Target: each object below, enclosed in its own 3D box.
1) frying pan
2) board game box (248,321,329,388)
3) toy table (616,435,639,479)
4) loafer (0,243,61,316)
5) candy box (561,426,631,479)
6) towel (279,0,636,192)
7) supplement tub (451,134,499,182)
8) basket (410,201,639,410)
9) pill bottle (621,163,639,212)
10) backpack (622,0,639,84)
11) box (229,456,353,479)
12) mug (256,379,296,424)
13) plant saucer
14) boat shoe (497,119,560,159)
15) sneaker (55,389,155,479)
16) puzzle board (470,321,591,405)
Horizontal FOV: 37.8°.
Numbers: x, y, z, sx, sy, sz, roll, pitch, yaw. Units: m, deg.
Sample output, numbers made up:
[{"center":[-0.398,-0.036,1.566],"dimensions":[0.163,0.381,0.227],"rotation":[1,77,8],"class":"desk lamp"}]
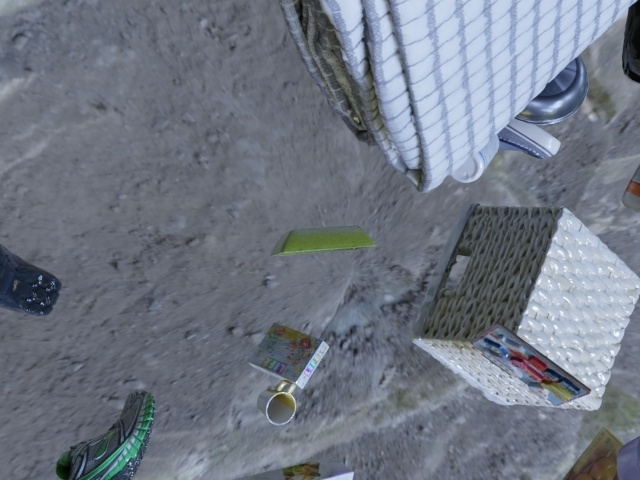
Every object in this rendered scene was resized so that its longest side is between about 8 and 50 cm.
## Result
[{"center":[0.333,-0.343,1.612],"dimensions":[0.197,0.053,0.326],"rotation":[-28,75,-16],"class":"frying pan"},{"center":[-0.067,0.234,1.917],"dimensions":[0.103,0.154,0.026],"rotation":[-57,132,-18],"class":"board game box"},{"center":[0.430,0.255,0.860],"dimensions":[0.274,0.252,0.161],"rotation":[35,127,-11],"class":"toy table"},{"center":[-0.384,0.034,1.057],"dimensions":[0.078,0.223,0.076],"rotation":[15,77,24],"class":"loafer"},{"center":[0.511,0.465,1.469],"dimensions":[0.088,0.316,0.183],"rotation":[26,103,-33],"class":"candy box"},{"center":[0.085,-0.175,0.489],"dimensions":[0.235,0.283,0.121],"rotation":[-42,68,-4],"class":"towel"},{"center":[0.270,-0.155,1.661],"dimensions":[0.071,0.107,0.071],"rotation":[14,125,21],"class":"supplement tub"},{"center":[0.417,0.138,1.866],"dimensions":[0.331,0.266,0.328],"rotation":[37,68,-33],"class":"basket"},{"center":[0.435,-0.112,1.021],"dimensions":[0.121,0.121,0.221],"rotation":[26,100,3],"class":"pill bottle"},{"center":[0.375,-0.079,0.644],"dimensions":[0.356,0.290,0.273],"rotation":[37,89,21],"class":"backpack"},{"center":[-0.081,0.428,1.565],"dimensions":[0.063,0.324,0.067],"rotation":[25,109,44],"class":"box"},{"center":[-0.081,0.302,1.740],"dimensions":[0.078,0.064,0.062],"rotation":[-22,105,-26],"class":"mug"},{"center":[0.000,0.000,1.853],"dimensions":[0.188,0.188,0.045],"rotation":[-4,88,-9],"class":"plant saucer"},{"center":[0.286,-0.200,1.837],"dimensions":[0.341,0.127,0.158],"rotation":[29,95,21],"class":"boat shoe"},{"center":[-0.431,0.421,1.844],"dimensions":[0.146,0.343,0.134],"rotation":[24,131,1],"class":"sneaker"},{"center":[0.239,0.147,1.080],"dimensions":[0.128,0.096,0.011],"rotation":[37,68,4],"class":"puzzle board"}]
